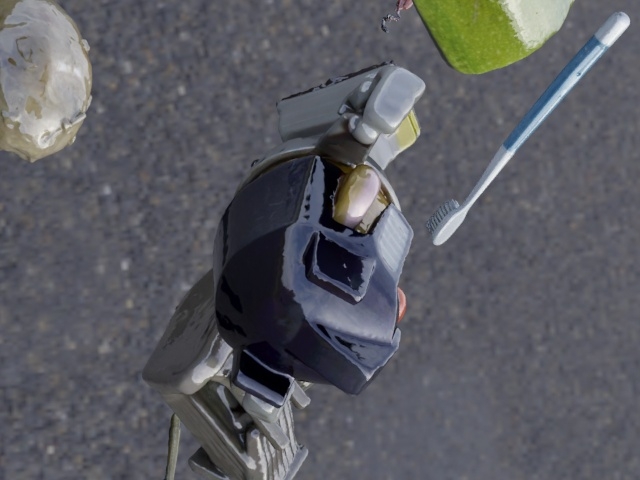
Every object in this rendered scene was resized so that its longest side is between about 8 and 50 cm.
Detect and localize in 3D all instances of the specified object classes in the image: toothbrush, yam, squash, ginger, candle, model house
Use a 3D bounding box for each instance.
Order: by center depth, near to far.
[{"bbox_3d":[-0.064,0.124,1.324,0.188,0.122,0.229,59,27,-22],"label":"model house"},{"bbox_3d":[0.181,-0.099,1.341,0.019,0.276,0.025,19,32,-35],"label":"toothbrush"},{"bbox_3d":[0.153,-0.277,1.351,0.169,0.093,0.252,-56,144,-15],"label":"squash"},{"bbox_3d":[-0.419,-0.191,1.751,0.155,0.304,0.244,25,56,-69],"label":"ginger"},{"bbox_3d":[-0.185,0.266,1.866,0.014,0.014,0.107,24,67,-52],"label":"yam"},{"bbox_3d":[0.132,-0.340,2.009,0.167,0.021,0.026,-48,150,-19],"label":"candle"}]

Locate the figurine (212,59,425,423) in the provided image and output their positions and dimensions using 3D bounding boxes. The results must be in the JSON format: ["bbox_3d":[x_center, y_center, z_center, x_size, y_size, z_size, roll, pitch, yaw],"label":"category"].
[{"bbox_3d":[-0.003,0.002,1.094,0.308,0.143,0.308,6,90,-84],"label":"figurine"}]
